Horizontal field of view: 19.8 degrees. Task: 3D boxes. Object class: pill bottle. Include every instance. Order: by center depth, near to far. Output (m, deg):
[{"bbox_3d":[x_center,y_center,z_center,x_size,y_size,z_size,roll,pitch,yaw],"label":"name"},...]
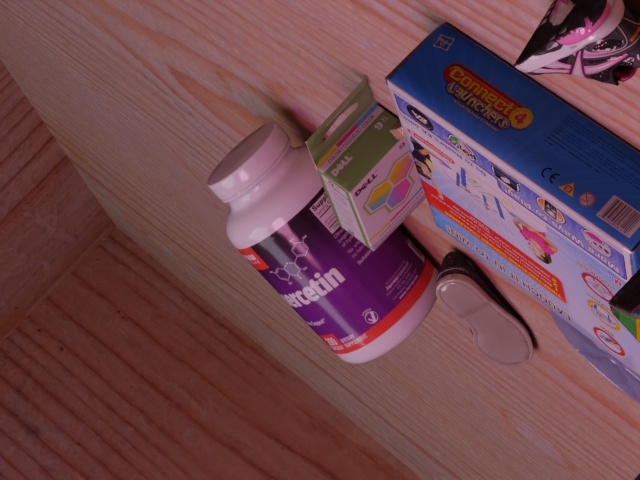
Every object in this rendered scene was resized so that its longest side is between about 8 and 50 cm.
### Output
[{"bbox_3d":[0.000,0.000,2.456,0.323,0.181,0.181,47,168,-15],"label":"pill bottle"}]

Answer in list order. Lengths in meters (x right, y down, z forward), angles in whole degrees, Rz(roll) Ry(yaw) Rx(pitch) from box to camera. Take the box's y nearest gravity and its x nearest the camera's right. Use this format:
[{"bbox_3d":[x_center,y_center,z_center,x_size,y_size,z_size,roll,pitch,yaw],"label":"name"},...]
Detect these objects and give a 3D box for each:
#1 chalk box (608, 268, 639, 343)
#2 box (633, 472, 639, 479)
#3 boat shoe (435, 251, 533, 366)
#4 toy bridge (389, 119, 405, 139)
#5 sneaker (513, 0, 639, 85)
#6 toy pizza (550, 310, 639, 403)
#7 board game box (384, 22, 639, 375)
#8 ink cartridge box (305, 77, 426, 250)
[{"bbox_3d":[0.369,0.067,1.352,0.179,0.180,0.289,46,178,-11],"label":"chalk box"},{"bbox_3d":[0.447,0.319,1.789,0.212,0.293,0.395,37,166,31],"label":"box"},{"bbox_3d":[0.217,0.089,2.391,0.206,0.075,0.065,46,-148,-37],"label":"boat shoe"},{"bbox_3d":[0.153,-0.071,2.077,0.188,0.026,0.063,47,166,-13],"label":"toy bridge"},{"bbox_3d":[0.217,-0.152,1.486,0.077,0.072,0.178,35,175,-9],"label":"sneaker"},{"bbox_3d":[0.346,0.126,2.100,0.201,0.032,0.201,41,169,10],"label":"toy pizza"},{"bbox_3d":[0.227,-0.032,1.815,0.308,0.086,0.302,38,167,27],"label":"board game box"},{"bbox_3d":[0.059,-0.085,2.141,0.062,0.109,0.209,38,166,27],"label":"ink cartridge box"}]
